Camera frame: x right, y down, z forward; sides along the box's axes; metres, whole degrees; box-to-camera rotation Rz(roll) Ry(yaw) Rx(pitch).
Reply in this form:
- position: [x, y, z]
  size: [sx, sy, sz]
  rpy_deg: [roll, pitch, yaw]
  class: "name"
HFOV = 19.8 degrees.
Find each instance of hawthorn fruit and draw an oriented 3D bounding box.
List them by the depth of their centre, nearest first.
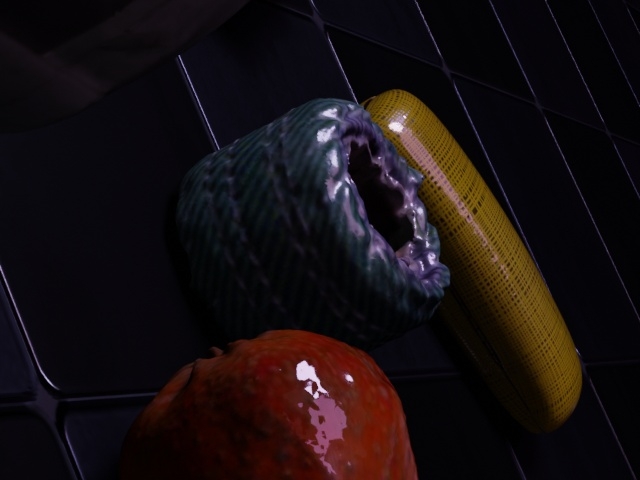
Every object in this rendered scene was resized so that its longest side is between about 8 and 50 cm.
- position: [-0.018, 0.092, 0.671]
  size: [0.128, 0.128, 0.128]
  rpy_deg: [50, 23, -30]
  class: "hawthorn fruit"

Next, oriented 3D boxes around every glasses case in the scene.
- position: [0.090, 0.012, 1.120]
  size: [0.234, 0.064, 0.079]
  rpy_deg: [57, 27, -15]
  class: "glasses case"

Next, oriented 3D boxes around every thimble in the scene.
- position: [0.000, 0.001, 0.871]
  size: [0.135, 0.090, 0.118]
  rpy_deg: [29, 41, -61]
  class: "thimble"

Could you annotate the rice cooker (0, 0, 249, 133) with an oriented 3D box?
- position: [-0.128, -0.196, 0.537]
  size: [0.277, 0.288, 0.288]
  rpy_deg: [31, 36, -54]
  class: "rice cooker"
